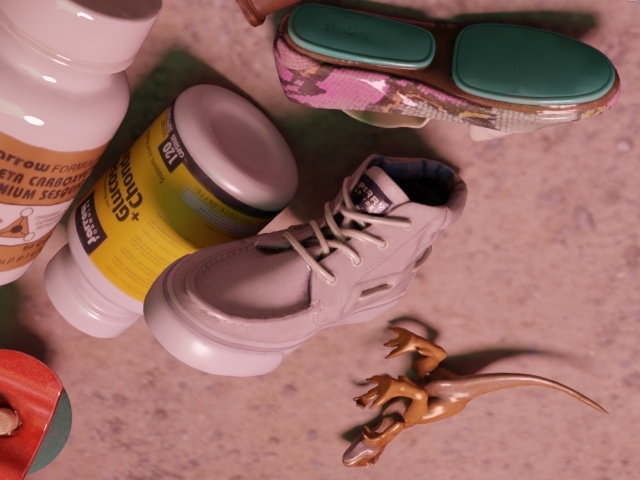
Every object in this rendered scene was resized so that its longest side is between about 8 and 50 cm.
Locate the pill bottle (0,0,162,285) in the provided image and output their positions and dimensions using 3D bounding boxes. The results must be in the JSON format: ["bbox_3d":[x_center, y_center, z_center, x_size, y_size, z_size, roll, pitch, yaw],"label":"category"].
[{"bbox_3d":[-0.198,-0.088,0.884,0.131,0.131,0.229,30,122,-13],"label":"pill bottle"}]

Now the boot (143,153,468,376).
[{"bbox_3d":[0.000,0.000,0.869,0.095,0.258,0.123,45,118,16],"label":"boot"}]

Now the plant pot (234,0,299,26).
[{"bbox_3d":[0.017,-0.221,0.760,0.165,0.167,0.167,-15,121,7],"label":"plant pot"}]

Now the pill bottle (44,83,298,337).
[{"bbox_3d":[-0.108,-0.014,0.940,0.103,0.103,0.184,38,119,-18],"label":"pill bottle"}]

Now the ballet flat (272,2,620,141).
[{"bbox_3d":[0.078,-0.101,0.885,0.221,0.077,0.079,9,143,7],"label":"ballet flat"}]

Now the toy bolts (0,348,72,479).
[{"bbox_3d":[-0.282,0.080,1.039,0.228,0.158,0.218,29,82,-1],"label":"toy bolts"}]

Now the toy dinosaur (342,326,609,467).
[{"bbox_3d":[0.095,0.113,1.038,0.211,0.064,0.112,-24,136,31],"label":"toy dinosaur"}]
